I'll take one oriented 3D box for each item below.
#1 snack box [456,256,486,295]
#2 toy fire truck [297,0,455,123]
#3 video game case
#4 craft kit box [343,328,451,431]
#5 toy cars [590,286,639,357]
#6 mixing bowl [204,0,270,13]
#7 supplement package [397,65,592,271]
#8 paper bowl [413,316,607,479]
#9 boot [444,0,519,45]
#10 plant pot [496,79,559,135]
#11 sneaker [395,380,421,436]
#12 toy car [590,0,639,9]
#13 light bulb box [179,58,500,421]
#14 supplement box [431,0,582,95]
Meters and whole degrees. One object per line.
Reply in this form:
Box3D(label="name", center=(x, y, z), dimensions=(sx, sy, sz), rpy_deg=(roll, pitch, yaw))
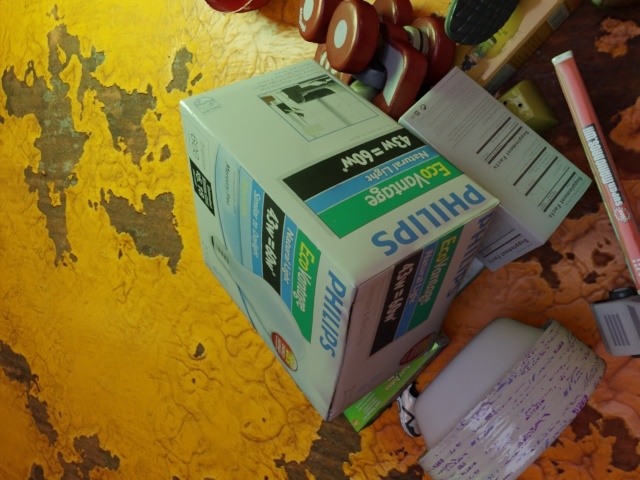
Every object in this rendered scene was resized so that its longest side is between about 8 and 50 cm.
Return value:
Box3D(label="snack box", center=(0.144, -0.042, 0.881), dimensions=(0.322, 0.060, 0.187), rpy_deg=(47, 117, 19))
Box3D(label="toy fire truck", center=(0.059, -0.261, 0.817), dimensions=(0.302, 0.170, 0.253), rpy_deg=(61, 142, 43))
Box3D(label="video game case", center=(0.366, -0.086, 0.646), dimensions=(0.025, 0.204, 0.285), rpy_deg=(-21, 85, 30))
Box3D(label="craft kit box", center=(0.075, 0.179, 0.940), dimensions=(0.246, 0.061, 0.249), rpy_deg=(51, 120, 30))
Box3D(label="toy cars", center=(0.552, 0.145, 0.627), dimensions=(0.394, 0.087, 0.176), rpy_deg=(25, 109, 28))
Box3D(label="mixing bowl", center=(-0.143, -0.523, 0.980), dimensions=(0.182, 0.098, 0.181), rpy_deg=(4, 98, 32))
Box3D(label="supplement package", center=(0.222, -0.097, 0.721), dimensions=(0.244, 0.134, 0.139), rpy_deg=(43, 159, 5))
Box3D(label="paper bowl", center=(0.246, 0.223, 0.717), dimensions=(0.148, 0.284, 0.284), rpy_deg=(45, 117, 21))
Box3D(label="boot", center=(0.227, -0.393, 0.731), dimensions=(0.246, 0.084, 0.161), rpy_deg=(-65, 22, 6))
Box3D(label="plant pot", center=(0.292, -0.189, 0.752), dimensions=(0.081, 0.083, 0.081), rpy_deg=(-33, 78, 32))
Box3D(label="sneaker", center=(0.167, 0.308, 0.926), dimensions=(0.044, 0.040, 0.109), rpy_deg=(-20, 86, 31))
Box3D(label="toy car", center=(0.443, -0.342, 0.602), dimensions=(0.189, 0.155, 0.148), rpy_deg=(24, 109, 18))
Box3D(label="light bulb box", center=(0.000, 0.000, 0.732), dimensions=(0.361, 0.225, 0.357), rpy_deg=(46, 150, 29))
Box3D(label="supplement box", center=(0.274, -0.299, 0.754), dimensions=(0.233, 0.080, 0.078), rpy_deg=(-47, 70, 27))
